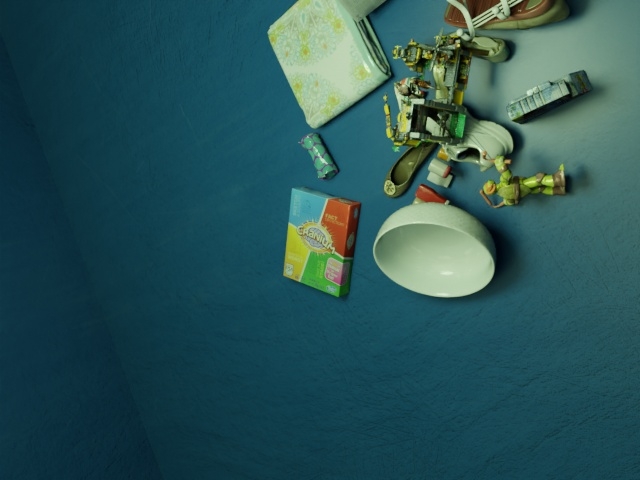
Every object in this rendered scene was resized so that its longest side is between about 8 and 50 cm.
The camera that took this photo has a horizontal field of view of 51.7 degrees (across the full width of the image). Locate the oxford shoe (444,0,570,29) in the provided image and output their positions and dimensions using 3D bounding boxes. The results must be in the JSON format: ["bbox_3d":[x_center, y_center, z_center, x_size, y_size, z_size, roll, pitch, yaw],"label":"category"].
[{"bbox_3d":[0.464,-0.575,1.682,0.348,0.130,0.123,23,94,53],"label":"oxford shoe"}]

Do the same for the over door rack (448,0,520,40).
[{"bbox_3d":[0.392,-0.677,1.569,0.239,0.108,0.324,-20,74,48],"label":"over door rack"}]

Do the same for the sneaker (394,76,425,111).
[{"bbox_3d":[0.269,-0.395,1.907,0.075,0.057,0.161,-20,86,44],"label":"sneaker"}]

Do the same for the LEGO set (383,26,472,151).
[{"bbox_3d":[0.247,-0.384,1.717,0.255,0.192,0.331,29,112,48],"label":"LEGO set"}]

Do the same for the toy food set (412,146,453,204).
[{"bbox_3d":[0.342,-0.143,1.884,0.104,0.111,0.232,30,117,15],"label":"toy food set"}]

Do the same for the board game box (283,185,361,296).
[{"bbox_3d":[0.000,0.000,2.201,0.242,0.064,0.316,18,111,33],"label":"board game box"}]

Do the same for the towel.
[{"bbox_3d":[0.018,-0.583,2.037,0.320,0.090,0.374,-29,83,41],"label":"towel"}]

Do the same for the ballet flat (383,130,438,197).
[{"bbox_3d":[0.258,-0.224,1.956,0.084,0.058,0.250,50,125,17],"label":"ballet flat"}]

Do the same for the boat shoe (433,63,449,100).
[{"bbox_3d":[0.345,-0.447,1.842,0.048,0.056,0.153,1,103,27],"label":"boat shoe"}]

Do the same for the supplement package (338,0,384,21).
[{"bbox_3d":[0.127,-0.776,1.787,0.263,0.199,0.198,-34,79,16],"label":"supplement package"}]

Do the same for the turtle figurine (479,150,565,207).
[{"bbox_3d":[0.511,-0.146,1.693,0.217,0.269,0.087,-5,59,18],"label":"turtle figurine"}]

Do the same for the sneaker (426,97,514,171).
[{"bbox_3d":[0.369,-0.289,1.794,0.297,0.129,0.111,31,155,30],"label":"sneaker"}]

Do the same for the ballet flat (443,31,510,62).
[{"bbox_3d":[0.401,-0.528,1.764,0.213,0.068,0.072,22,89,30],"label":"ballet flat"}]

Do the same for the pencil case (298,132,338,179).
[{"bbox_3d":[-0.006,-0.272,2.141,0.070,0.064,0.151,-30,81,21],"label":"pencil case"}]

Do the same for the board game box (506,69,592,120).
[{"bbox_3d":[0.565,-0.359,1.636,0.194,0.194,0.060,-25,86,24],"label":"board game box"}]

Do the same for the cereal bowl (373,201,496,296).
[{"bbox_3d":[0.325,0.008,1.855,0.339,0.141,0.339,13,144,9],"label":"cereal bowl"}]
